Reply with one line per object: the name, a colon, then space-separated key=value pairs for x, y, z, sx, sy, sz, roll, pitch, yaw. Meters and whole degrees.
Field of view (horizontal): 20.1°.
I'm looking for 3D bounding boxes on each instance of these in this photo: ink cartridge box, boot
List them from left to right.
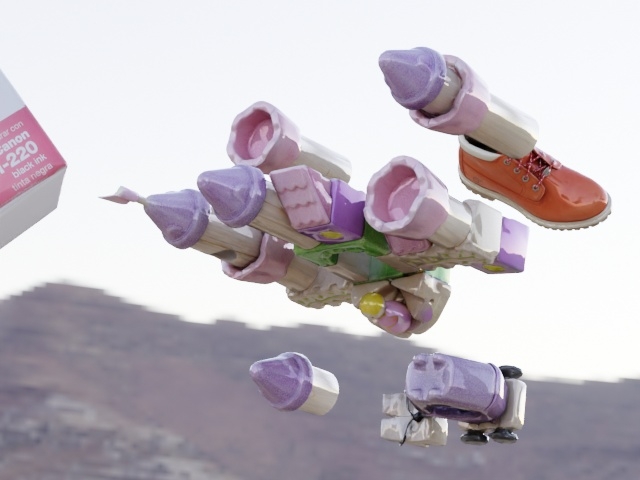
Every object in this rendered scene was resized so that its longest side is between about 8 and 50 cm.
ink cartridge box: x=-0.263 y=-0.098 z=1.176 sx=0.092 sy=0.218 sz=0.158 roll=-37 pitch=-1 yaw=-14
boot: x=0.196 y=-0.062 z=1.680 sx=0.158 sy=0.059 sz=0.085 roll=20 pitch=-25 yaw=21

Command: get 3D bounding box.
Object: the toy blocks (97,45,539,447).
toy blocks: x=0.000 y=0.000 z=1.520 sx=0.288 sy=0.309 sz=0.260 roll=-10 pitch=-24 yaw=41
